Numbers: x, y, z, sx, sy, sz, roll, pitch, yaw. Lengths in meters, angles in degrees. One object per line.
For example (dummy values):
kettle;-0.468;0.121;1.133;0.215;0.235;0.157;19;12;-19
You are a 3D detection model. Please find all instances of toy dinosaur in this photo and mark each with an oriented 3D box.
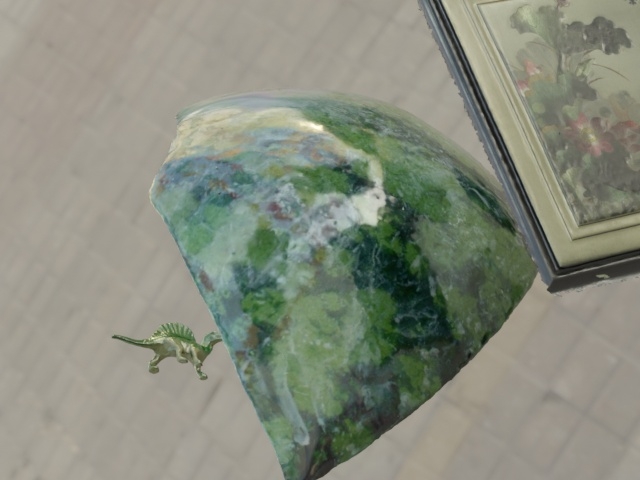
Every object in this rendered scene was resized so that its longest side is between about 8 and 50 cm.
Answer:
toy dinosaur;-0.149;0.102;1.847;0.060;0.119;0.029;-97;25;-44

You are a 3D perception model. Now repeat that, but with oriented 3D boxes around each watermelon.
watermelon;0.000;0.000;1.153;0.256;0.260;0.176;-22;-10;-40

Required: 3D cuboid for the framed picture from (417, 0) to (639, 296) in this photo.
framed picture;0.160;-0.077;0.973;0.199;0.195;0.010;68;151;19
